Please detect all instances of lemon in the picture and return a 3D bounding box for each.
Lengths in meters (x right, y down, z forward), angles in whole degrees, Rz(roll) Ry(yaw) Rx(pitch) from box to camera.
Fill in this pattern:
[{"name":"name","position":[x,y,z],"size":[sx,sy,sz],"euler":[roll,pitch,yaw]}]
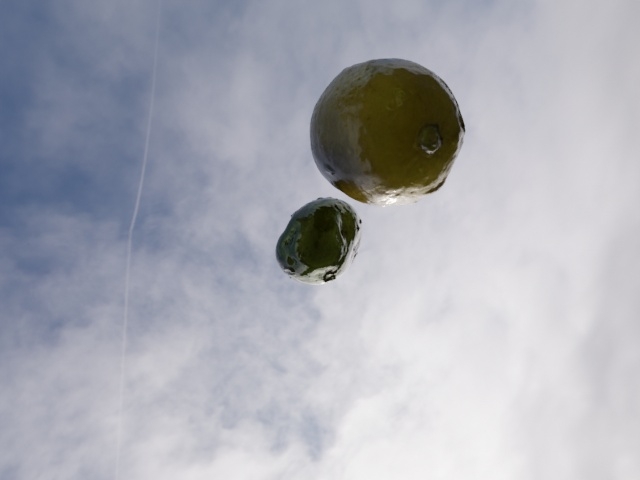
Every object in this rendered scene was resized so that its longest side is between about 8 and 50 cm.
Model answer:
[{"name":"lemon","position":[0.107,-0.183,0.772],"size":[0.261,0.284,0.260],"euler":[0,-88,-1]}]

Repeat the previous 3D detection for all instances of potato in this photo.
[{"name":"potato","position":[0.000,0.000,0.917],"size":[0.253,0.149,0.186],"euler":[18,-94,-75]}]
